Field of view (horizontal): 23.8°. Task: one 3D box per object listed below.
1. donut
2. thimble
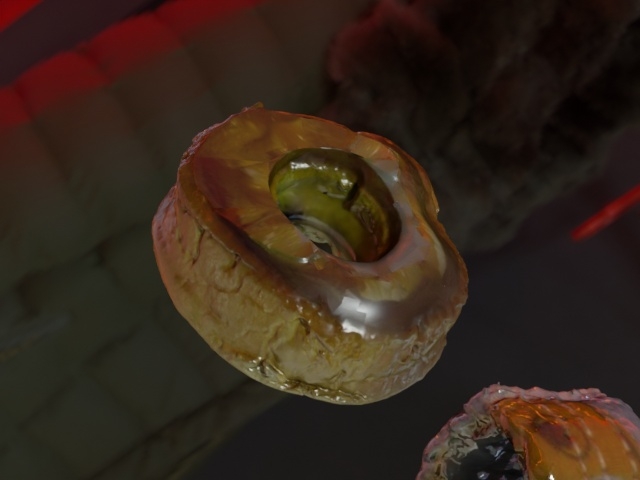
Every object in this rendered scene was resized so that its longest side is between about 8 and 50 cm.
[{"bbox_3d":[0.000,0.000,1.533,0.330,0.160,0.330,17,42,-15],"label":"donut"},{"bbox_3d":[0.134,0.166,0.908,0.117,0.151,0.127,3,32,-30],"label":"thimble"}]
